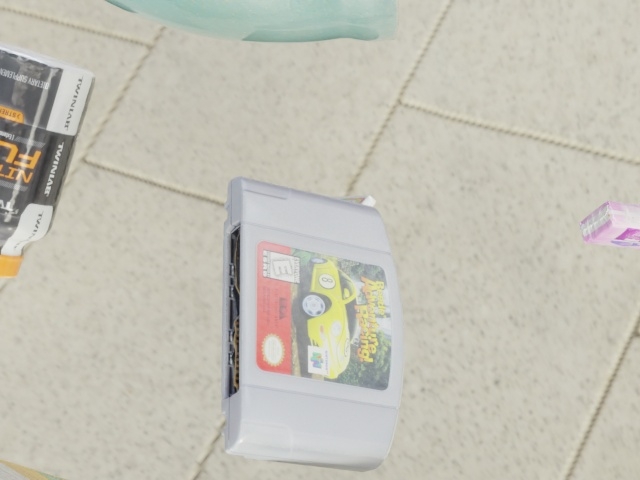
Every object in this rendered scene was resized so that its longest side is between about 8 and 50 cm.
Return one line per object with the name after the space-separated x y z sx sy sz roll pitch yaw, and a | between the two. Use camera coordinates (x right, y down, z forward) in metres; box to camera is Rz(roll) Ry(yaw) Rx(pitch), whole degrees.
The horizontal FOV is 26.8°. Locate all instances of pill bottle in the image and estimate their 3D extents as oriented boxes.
-0.340 -0.085 1.469 0.130 0.130 0.246 21 97 30 | pill bottle

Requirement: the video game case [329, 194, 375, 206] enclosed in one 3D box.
0.000 0.000 1.921 0.157 0.019 0.143 -52 19 -15 | video game case

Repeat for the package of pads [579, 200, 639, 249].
0.310 -0.015 1.357 0.083 0.050 0.032 6 65 -26 | package of pads

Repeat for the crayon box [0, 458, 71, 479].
-0.173 0.241 0.982 0.203 0.323 0.083 26 81 21 | crayon box

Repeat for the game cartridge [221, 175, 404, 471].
-0.006 0.086 1.387 0.060 0.196 0.294 -32 53 50 | game cartridge

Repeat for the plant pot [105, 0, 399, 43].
-0.077 -0.238 0.733 0.196 0.293 0.293 -10 58 1 | plant pot
